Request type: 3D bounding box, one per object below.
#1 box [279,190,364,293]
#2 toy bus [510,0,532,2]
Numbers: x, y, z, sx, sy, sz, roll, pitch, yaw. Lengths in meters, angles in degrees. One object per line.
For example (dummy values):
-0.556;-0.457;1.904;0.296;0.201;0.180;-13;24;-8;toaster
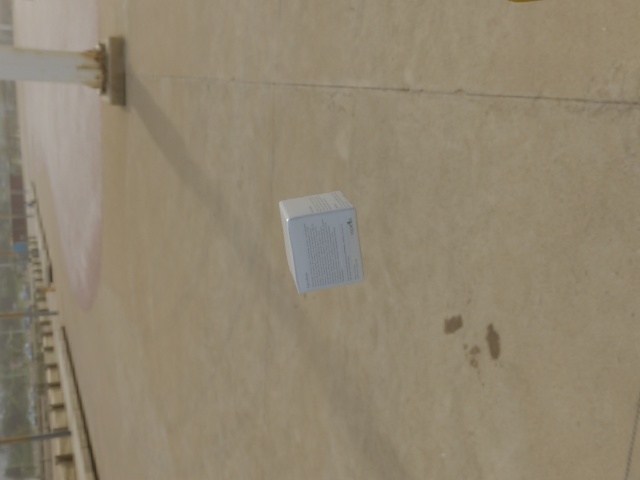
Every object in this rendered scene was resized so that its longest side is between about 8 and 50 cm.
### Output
0.000;0.000;0.903;0.101;0.087;0.102;-119;21;-71;box
0.219;-0.336;0.692;0.191;0.104;0.202;-114;17;-83;toy bus
